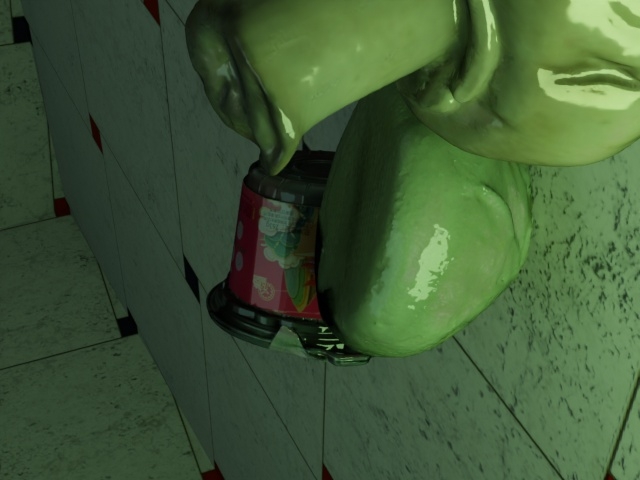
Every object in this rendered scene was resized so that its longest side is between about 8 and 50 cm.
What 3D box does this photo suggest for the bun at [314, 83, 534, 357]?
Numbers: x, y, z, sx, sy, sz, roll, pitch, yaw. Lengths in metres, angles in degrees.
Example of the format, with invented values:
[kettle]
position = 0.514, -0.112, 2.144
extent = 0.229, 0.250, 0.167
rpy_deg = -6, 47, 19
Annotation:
[bun]
position = 0.107, -0.019, 1.078
extent = 0.283, 0.179, 0.283
rpy_deg = -168, 90, -74

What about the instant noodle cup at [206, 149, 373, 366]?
[instant noodle cup]
position = 0.000, 0.000, 1.306
extent = 0.302, 0.258, 0.181
rpy_deg = 35, 126, 57

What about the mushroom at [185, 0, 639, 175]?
[mushroom]
position = 0.082, -0.175, 0.751
extent = 0.314, 0.336, 0.314
rpy_deg = 51, 159, 29
